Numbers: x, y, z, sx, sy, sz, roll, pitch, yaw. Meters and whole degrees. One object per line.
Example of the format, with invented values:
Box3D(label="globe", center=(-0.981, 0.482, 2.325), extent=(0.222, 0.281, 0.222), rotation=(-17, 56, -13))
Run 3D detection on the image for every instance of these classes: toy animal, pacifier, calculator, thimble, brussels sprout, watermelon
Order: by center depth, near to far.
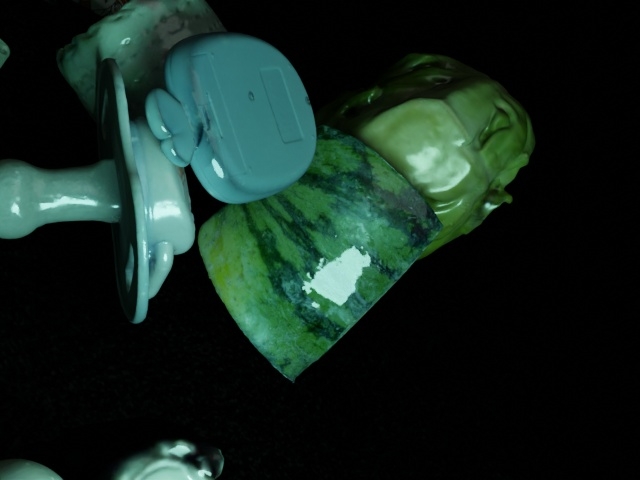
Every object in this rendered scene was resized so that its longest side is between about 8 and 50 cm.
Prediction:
Box3D(label="toy animal", center=(-0.232, 0.295, 1.323), extent=(0.310, 0.251, 0.251), rotation=(-16, 75, -44))
Box3D(label="pacifier", center=(-0.252, -0.046, 1.641), extent=(0.225, 0.238, 0.287), rotation=(-2, 65, -16))
Box3D(label="calculator", center=(-0.090, -0.135, 1.700), extent=(0.302, 0.042, 0.188), rotation=(-21, 93, -62))
Box3D(label="thimble", center=(-0.196, -0.202, 1.816), extent=(0.149, 0.185, 0.211), rotation=(56, -11, -8))
Box3D(label="watermelon", center=(0.000, 0.000, 1.887), extent=(0.213, 0.261, 0.201), rotation=(50, 6, -3))
Box3D(label="brussels sprout", center=(0.113, -0.108, 2.021), extent=(0.247, 0.328, 0.328), rotation=(46, 35, -4))

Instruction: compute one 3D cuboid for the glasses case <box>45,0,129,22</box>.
Box3D(label="glasses case", center=(-0.337, -0.342, 1.851), extent=(0.266, 0.067, 0.103), rotation=(24, 47, -38))

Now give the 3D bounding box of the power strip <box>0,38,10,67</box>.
Box3D(label="power strip", center=(-0.423, -0.263, 1.686), extent=(0.215, 0.061, 0.145), rotation=(43, 37, -20))
